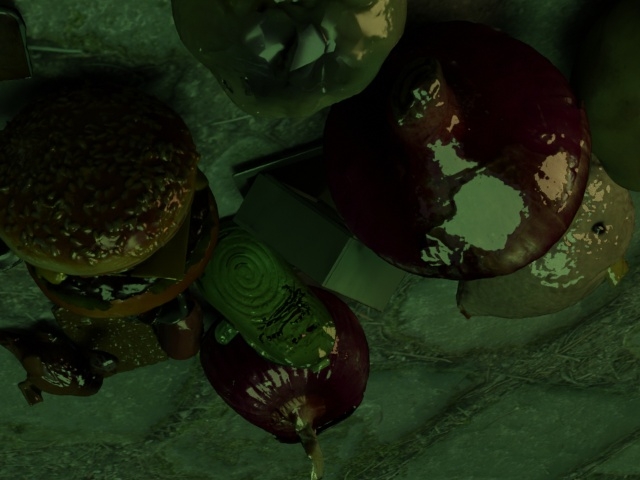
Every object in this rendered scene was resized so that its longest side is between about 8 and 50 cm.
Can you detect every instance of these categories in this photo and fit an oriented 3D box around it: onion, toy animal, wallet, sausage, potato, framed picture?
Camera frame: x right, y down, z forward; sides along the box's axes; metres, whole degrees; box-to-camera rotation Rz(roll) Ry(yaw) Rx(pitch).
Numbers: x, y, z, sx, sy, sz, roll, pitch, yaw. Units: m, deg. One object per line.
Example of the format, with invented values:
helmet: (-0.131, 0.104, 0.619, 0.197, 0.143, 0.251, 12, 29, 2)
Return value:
onion: (-0.054, 0.181, 2.089, 0.256, 0.272, 0.230, -47, 146, -18)
toy animal: (-0.419, 0.186, 2.063, 0.179, 0.089, 0.188, -27, 126, 38)
wallet: (-0.471, -0.221, 1.536, 0.255, 0.031, 0.137, -9, 144, -9)
sausage: (-0.223, 0.138, 2.093, 0.076, 0.076, 0.141, -7, 140, -12)
onion: (0.154, -0.128, 1.612, 0.347, 0.348, 0.385, -23, 159, 10)
potato: (0.454, -0.217, 1.728, 0.243, 0.221, 0.326, -3, 146, -4)
framed picture: (0.014, -0.057, 1.961, 0.232, 0.019, 0.296, -17, 146, 4)
toy animal: (0.356, 0.017, 2.047, 0.226, 0.188, 0.358, 20, 133, -32)

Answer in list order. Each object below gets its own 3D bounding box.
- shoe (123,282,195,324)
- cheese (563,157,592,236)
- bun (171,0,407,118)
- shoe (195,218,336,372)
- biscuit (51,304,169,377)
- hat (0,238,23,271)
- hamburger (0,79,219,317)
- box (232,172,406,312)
shoe: (-0.280, 0.079, 1.947, 0.227, 0.126, 0.099, 13, 139, -37)
cheese: (0.276, -0.099, 1.838, 0.235, 0.218, 0.117, -43, 154, 2)
bun: (-0.035, -0.259, 1.495, 0.272, 0.168, 0.273, 3, 123, 4)
shoe: (-0.089, 0.095, 1.932, 0.140, 0.262, 0.128, -40, 164, -25)
biscuit: (-0.335, 0.146, 2.105, 0.131, 0.026, 0.237, -18, 145, 0)
hat: (-0.459, -0.008, 1.820, 0.121, 0.050, 0.121, -12, 140, -11)
hamburger: (-0.274, -0.052, 1.640, 0.290, 0.291, 0.225, -14, 150, -2)
box: (0.000, 0.000, 1.814, 0.129, 0.225, 0.086, 25, 97, -44)
